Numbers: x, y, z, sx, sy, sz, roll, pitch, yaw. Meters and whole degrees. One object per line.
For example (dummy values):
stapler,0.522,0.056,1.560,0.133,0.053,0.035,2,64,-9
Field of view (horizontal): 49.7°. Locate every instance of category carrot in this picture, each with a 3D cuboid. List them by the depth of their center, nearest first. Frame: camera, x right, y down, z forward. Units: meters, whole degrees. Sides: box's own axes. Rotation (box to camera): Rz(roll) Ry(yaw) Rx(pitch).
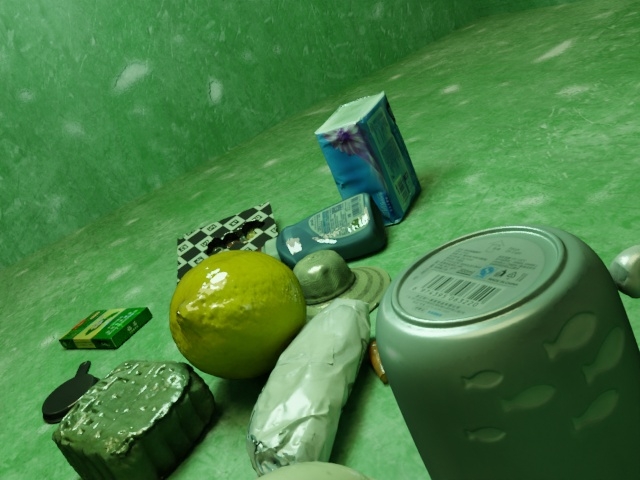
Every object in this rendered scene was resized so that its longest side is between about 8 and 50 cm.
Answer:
carrot,0.094,0.190,1.091,0.032,0.032,0.093,-24,25,4

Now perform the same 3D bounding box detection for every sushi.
sushi,-0.245,0.026,1.852,0.290,0.050,0.264,-22,35,2

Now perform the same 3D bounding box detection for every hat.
hat,0.003,0.078,1.353,0.252,0.110,0.252,-21,21,8

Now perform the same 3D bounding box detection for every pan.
pan,-0.537,0.315,1.507,0.136,0.028,0.235,-25,20,-1

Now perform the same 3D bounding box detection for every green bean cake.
green bean cake,-0.304,0.301,1.154,0.227,0.125,0.222,-2,31,38

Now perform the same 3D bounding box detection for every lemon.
lemon,-0.139,0.128,1.206,0.236,0.236,0.263,-14,19,27

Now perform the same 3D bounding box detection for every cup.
cup,0.249,0.123,0.727,0.356,0.274,0.259,-26,21,1

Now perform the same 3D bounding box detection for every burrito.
burrito,-0.023,0.234,1.015,0.139,0.101,0.445,-14,24,24

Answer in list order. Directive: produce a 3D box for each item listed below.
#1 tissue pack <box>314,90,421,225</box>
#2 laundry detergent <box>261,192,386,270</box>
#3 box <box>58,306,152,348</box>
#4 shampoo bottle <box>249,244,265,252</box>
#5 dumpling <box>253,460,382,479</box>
tissue pack,0.116,-0.186,1.642,0.146,0.263,0.198,-12,24,32
laundry detergent,0.000,0.000,1.561,0.290,0.094,0.143,-21,51,18
box,-0.541,0.220,1.734,0.235,0.034,0.132,-8,27,40
shampoo bottle,-0.203,0.083,1.644,0.236,0.068,0.067,-28,20,-13
dumpling,-0.005,0.325,0.647,0.318,0.187,0.243,-32,18,-27
